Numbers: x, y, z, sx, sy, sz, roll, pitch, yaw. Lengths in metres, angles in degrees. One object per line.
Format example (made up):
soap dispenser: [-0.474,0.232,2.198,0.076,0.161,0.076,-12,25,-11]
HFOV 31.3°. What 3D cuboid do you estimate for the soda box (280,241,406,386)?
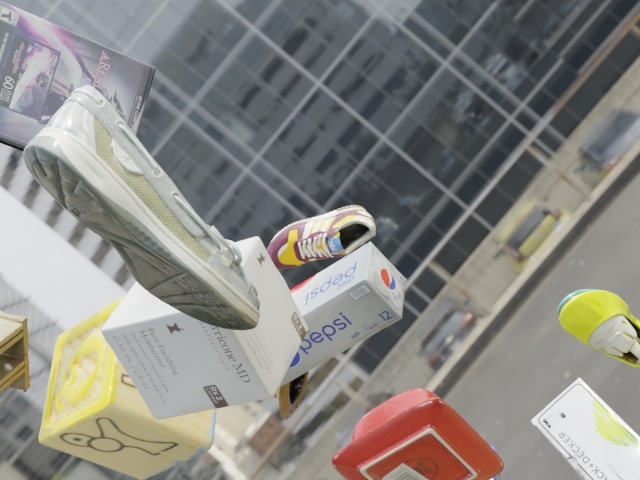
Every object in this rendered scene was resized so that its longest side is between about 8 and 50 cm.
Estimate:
soda box: [-0.010,0.122,1.722,0.286,0.091,0.098,-32,26,28]

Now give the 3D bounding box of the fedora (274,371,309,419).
fedora: [-0.075,0.246,2.180,0.194,0.079,0.194,11,-90,-77]

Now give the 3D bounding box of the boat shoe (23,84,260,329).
boat shoe: [-0.167,-0.022,1.206,0.118,0.320,0.103,-9,43,51]

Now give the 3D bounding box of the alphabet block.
alphabet block: [-0.290,0.232,1.760,0.192,0.197,0.194,-30,44,36]

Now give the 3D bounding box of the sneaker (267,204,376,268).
sneaker: [0.000,0.000,1.842,0.185,0.070,0.084,-25,21,-2]

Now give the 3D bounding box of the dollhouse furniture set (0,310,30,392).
dollhouse furniture set: [-0.537,0.172,1.658,0.129,0.183,0.129,-47,-34,-57]

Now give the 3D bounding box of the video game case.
video game case: [-0.393,-0.217,1.689,0.026,0.274,0.196,-9,64,59]

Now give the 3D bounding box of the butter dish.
butter dish: [0.110,0.235,1.363,0.159,0.160,0.118,-34,32,17]

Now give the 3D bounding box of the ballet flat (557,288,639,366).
ballet flat: [0.394,0.123,1.515,0.077,0.077,0.231,-48,-37,12]

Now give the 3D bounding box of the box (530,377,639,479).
box: [0.403,0.317,1.509,0.087,0.169,0.290,-42,-43,1]

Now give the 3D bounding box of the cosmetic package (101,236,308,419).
cosmetic package: [-0.143,0.112,1.445,0.183,0.151,0.151,-15,26,28]

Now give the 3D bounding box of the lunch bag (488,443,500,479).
lunch bag: [0.270,0.486,2.042,0.303,0.114,0.243,79,-167,-67]
